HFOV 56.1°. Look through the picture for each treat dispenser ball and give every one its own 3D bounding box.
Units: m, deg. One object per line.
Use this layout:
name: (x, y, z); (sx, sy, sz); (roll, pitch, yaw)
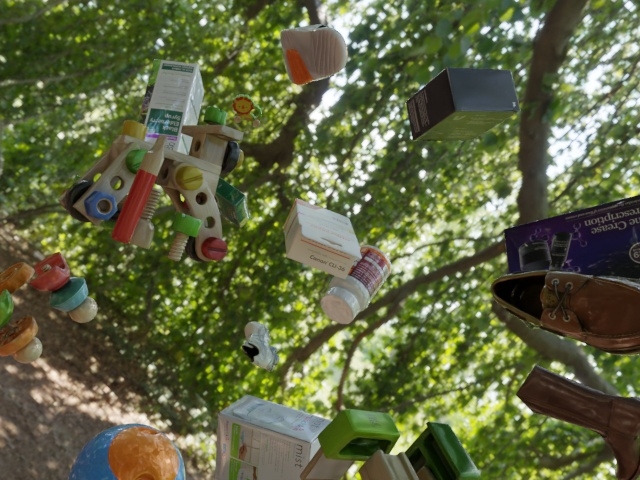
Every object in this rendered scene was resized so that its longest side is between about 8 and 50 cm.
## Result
treat dispenser ball: (-0.494, 0.618, 1.536); (0.288, 0.288, 0.288); (46, -8, 8)

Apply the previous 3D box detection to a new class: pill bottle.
pill bottle: (0.097, 0.120, 1.647); (0.121, 0.221, 0.121); (20, -46, 23)

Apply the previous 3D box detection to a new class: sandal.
sandal: (0.004, -0.331, 1.064); (0.265, 0.076, 0.101); (31, -45, 60)

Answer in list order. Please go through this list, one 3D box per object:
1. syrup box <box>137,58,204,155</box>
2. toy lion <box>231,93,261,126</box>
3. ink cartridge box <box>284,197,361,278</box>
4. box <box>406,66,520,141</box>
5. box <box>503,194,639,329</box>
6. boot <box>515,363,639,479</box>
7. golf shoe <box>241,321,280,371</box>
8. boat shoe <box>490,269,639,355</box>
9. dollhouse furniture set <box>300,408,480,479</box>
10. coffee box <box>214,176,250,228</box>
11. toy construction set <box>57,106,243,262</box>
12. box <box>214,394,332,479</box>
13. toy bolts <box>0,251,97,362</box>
syrup box: (-0.312, -0.246, 1.234); (0.093, 0.236, 0.096); (7, -24, 1)
toy lion: (-0.238, -0.424, 1.942); (0.034, 0.100, 0.096); (-92, -164, -50)
ink cartridge box: (0.000, 0.000, 1.066); (0.115, 0.067, 0.198); (21, 17, -12)
box: (0.282, -0.270, 1.207); (0.158, 0.156, 0.093); (151, -68, -64)
box: (0.487, 0.043, 1.097); (0.103, 0.261, 0.184); (33, 48, -48)
boot: (0.234, 0.166, 0.544); (0.114, 0.037, 0.106); (12, -58, 21)
golf shoe: (-0.175, 0.270, 1.592); (0.086, 0.069, 0.176); (19, 18, -38)
boat shoe: (0.368, 0.099, 0.883); (0.105, 0.110, 0.307); (14, -7, -18)
dollhouse furniture set: (0.109, 0.362, 0.676); (0.198, 0.151, 0.301); (17, 26, -33)
coffee box: (-0.252, -0.115, 1.442); (0.184, 0.040, 0.113); (35, -24, 19)
toy construction set: (-0.220, -0.107, 0.866); (0.258, 0.237, 0.309); (22, -3, -15)
box: (-0.107, 0.508, 1.324); (0.231, 0.261, 0.127); (9, 11, 23)
toy bolts: (-0.606, 0.138, 1.312); (0.158, 0.229, 0.218); (60, 3, -28)
